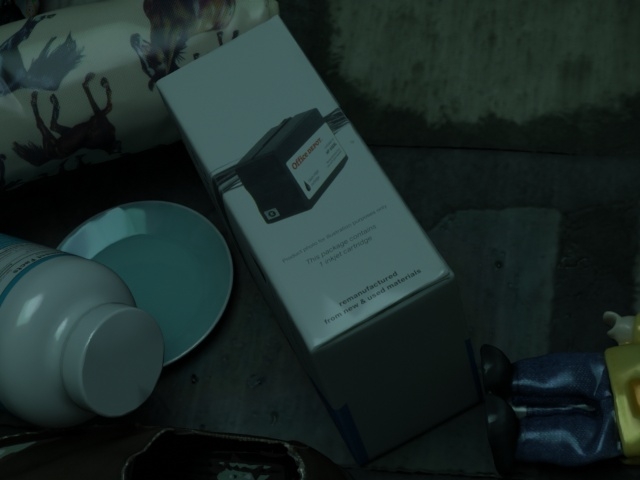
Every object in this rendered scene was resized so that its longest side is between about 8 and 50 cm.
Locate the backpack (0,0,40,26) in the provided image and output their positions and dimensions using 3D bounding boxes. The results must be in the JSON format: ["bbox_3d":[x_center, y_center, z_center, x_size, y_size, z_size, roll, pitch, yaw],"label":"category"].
[{"bbox_3d":[-0.410,-0.245,1.574,0.225,0.191,0.253,4,54,15],"label":"backpack"}]

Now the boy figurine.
[{"bbox_3d":[0.276,0.133,1.240,0.285,0.092,0.177,-5,55,13],"label":"boy figurine"}]

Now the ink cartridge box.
[{"bbox_3d":[0.000,0.000,1.301,0.129,0.223,0.307,-28,57,-4],"label":"ink cartridge box"}]

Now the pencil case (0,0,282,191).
[{"bbox_3d":[-0.232,-0.136,1.416,0.410,0.183,0.160,-18,82,-6],"label":"pencil case"}]

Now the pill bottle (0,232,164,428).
[{"bbox_3d":[-0.256,0.075,1.316,0.264,0.146,0.146,15,61,40],"label":"pill bottle"}]

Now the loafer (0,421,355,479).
[{"bbox_3d":[-0.153,0.197,1.263,0.366,0.130,0.134,-5,57,9],"label":"loafer"}]

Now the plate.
[{"bbox_3d":[-0.170,0.046,1.427,0.188,0.024,0.188,-6,56,9],"label":"plate"}]
